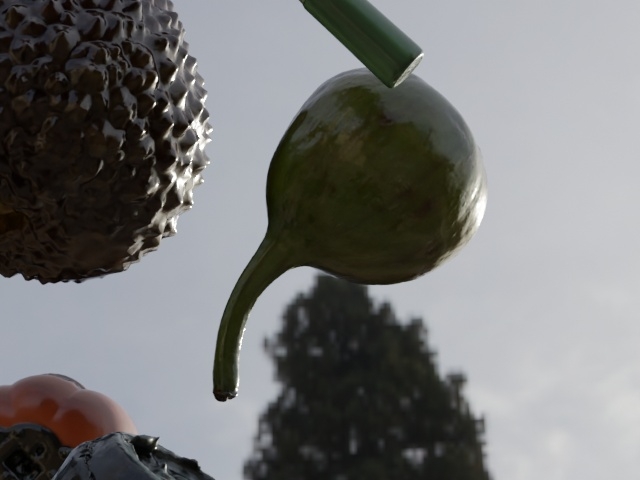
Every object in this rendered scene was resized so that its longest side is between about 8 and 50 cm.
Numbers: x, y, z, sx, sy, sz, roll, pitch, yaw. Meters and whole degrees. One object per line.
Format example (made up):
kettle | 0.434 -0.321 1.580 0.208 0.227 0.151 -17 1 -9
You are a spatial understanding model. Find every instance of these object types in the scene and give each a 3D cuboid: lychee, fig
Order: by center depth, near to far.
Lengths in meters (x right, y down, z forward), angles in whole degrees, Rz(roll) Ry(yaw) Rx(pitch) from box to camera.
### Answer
fig | 0.000 0.000 1.227 0.245 0.149 0.149 -44 -46 -11
lychee | -0.201 -0.100 1.379 0.267 0.267 0.267 0 -42 0

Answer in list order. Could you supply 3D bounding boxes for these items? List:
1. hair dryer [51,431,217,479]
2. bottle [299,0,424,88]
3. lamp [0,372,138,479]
hair dryer | -0.159 0.138 0.678 0.189 0.107 0.352 -56 -34 1
bottle | 0.021 -0.126 1.093 0.083 0.030 0.030 43 -48 7
lamp | -0.242 0.214 1.661 0.188 0.187 0.164 -4 -20 4
